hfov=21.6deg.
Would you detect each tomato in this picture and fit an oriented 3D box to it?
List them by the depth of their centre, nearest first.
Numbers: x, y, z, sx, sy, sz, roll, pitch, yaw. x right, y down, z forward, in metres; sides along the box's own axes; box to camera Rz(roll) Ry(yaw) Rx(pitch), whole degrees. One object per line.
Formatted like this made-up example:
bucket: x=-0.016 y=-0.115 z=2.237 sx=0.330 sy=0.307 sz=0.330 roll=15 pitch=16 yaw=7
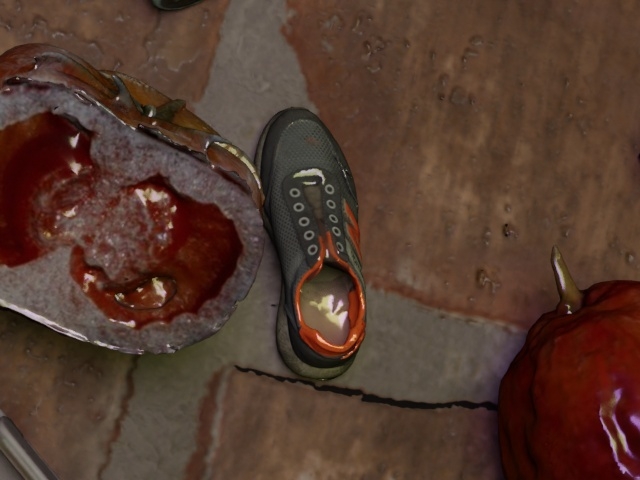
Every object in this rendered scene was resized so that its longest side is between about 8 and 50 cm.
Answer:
tomato: x=-0.139 y=-0.040 z=1.096 sx=0.214 sy=0.155 sz=0.180 roll=31 pitch=111 yaw=-11

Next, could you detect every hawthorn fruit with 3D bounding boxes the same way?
hawthorn fruit: x=0.204 y=0.123 z=1.151 sx=0.190 sy=0.189 sz=0.251 roll=-24 pitch=73 yaw=-17

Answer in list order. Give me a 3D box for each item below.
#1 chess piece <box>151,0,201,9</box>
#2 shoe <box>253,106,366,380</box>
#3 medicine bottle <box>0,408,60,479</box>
chess piece: x=-0.110 y=-0.222 z=1.189 sx=0.067 sy=0.067 sz=0.103 roll=-24 pitch=78 yaw=-17
shoe: x=0.000 y=-0.002 z=1.167 sx=0.074 sy=0.077 sz=0.194 roll=-4 pitch=82 yaw=-14
medicine bottle: x=-0.269 y=0.230 z=1.005 sx=0.282 sy=0.123 sz=0.375 roll=-38 pitch=77 yaw=-16
